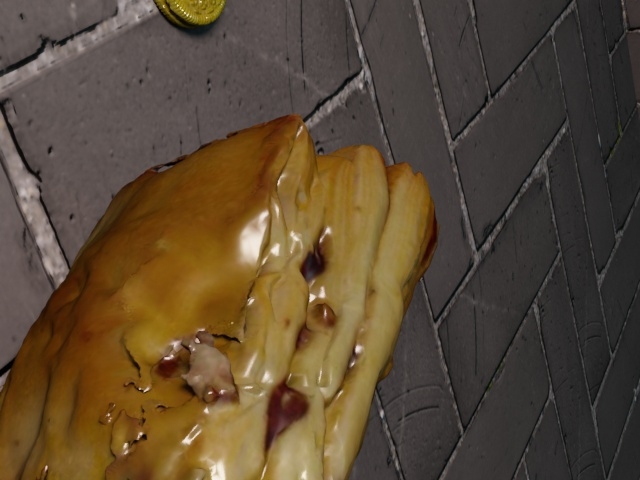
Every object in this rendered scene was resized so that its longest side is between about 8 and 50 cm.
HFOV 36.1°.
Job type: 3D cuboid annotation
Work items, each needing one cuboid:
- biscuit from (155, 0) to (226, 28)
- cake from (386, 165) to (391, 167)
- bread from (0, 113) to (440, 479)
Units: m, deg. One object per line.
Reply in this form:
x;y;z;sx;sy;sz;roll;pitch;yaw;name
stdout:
-0.107;-0.213;0.789;0.084;0.023;0.084;8;80;-57;biscuit
-0.014;-0.002;0.917;0.225;0.090;0.109;-17;106;-39;cake
-0.086;0.063;0.613;0.167;0.277;0.324;46;46;-18;bread
